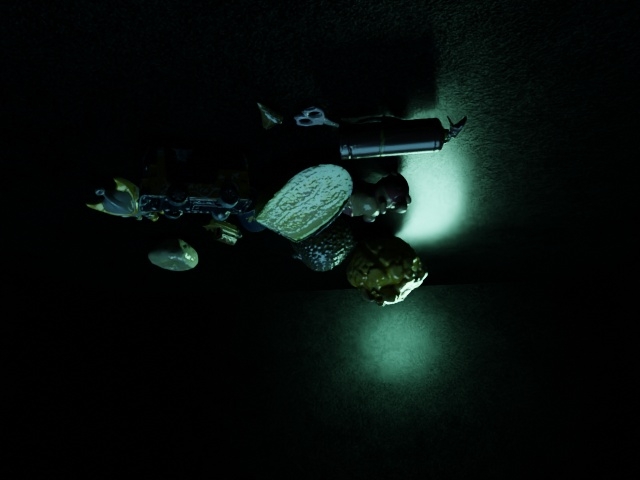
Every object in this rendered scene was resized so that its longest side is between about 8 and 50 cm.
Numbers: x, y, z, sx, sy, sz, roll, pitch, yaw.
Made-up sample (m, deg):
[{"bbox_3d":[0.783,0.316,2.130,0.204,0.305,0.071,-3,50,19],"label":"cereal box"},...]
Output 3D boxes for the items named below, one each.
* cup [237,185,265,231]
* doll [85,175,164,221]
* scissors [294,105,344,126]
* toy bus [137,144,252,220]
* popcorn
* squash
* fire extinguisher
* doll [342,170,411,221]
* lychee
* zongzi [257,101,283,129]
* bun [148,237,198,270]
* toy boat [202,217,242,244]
[{"bbox_3d":[-0.238,-0.131,1.906,0.176,0.131,0.155,-32,158,-1],"label":"cup"},{"bbox_3d":[-0.688,-0.134,1.858,0.145,0.104,0.316,-12,167,19],"label":"doll"},{"bbox_3d":[0.020,-0.328,1.425,0.188,0.015,0.100,6,163,-34],"label":"scissors"},{"bbox_3d":[-0.387,-0.176,1.578,0.323,0.194,0.162,1,164,-22],"label":"toy bus"},{"bbox_3d":[0.312,0.126,2.491,0.343,0.354,0.390,-16,-146,-24],"label":"popcorn"},{"bbox_3d":[-0.033,-0.139,1.702,0.233,0.210,0.308,31,155,-30],"label":"squash"},{"bbox_3d":[0.220,-0.291,1.406,0.340,0.105,0.141,-5,160,6],"label":"fire extinguisher"},{"bbox_3d":[0.186,-0.146,1.815,0.255,0.152,0.196,-6,161,16],"label":"doll"},{"bbox_3d":[0.000,0.000,2.181,0.274,0.255,0.255,-35,160,1],"label":"lychee"},{"bbox_3d":[-0.150,-0.329,1.362,0.083,0.040,0.076,23,160,-31],"label":"zongzi"},{"bbox_3d":[-0.694,0.058,2.449,0.230,0.133,0.231,4,156,2],"label":"bun"},{"bbox_3d":[-0.425,-0.037,2.234,0.068,0.088,0.226,-9,163,25],"label":"toy boat"}]
